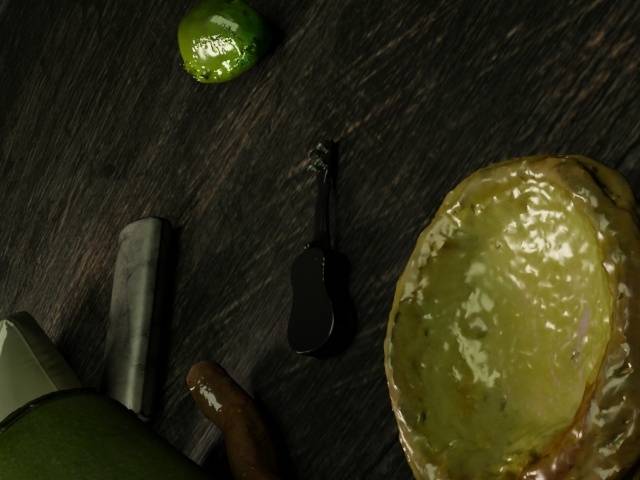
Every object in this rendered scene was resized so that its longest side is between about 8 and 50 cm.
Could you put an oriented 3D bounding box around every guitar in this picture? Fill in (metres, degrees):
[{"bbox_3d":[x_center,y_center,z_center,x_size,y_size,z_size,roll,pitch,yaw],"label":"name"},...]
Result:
[{"bbox_3d":[-0.002,-0.001,1.007,0.084,0.038,0.271,-27,54,44],"label":"guitar"}]

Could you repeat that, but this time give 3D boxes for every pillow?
[{"bbox_3d":[-0.397,0.284,1.237,0.255,0.120,0.322,-37,84,29],"label":"pillow"}]

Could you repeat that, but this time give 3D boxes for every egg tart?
[{"bbox_3d":[0.167,0.079,0.667,0.294,0.123,0.294,-32,50,48],"label":"egg tart"}]

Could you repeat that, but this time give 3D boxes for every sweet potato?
[{"bbox_3d":[-0.074,0.235,0.976,0.281,0.067,0.059,51,138,48],"label":"sweet potato"}]

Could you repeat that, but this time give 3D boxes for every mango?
[{"bbox_3d":[-0.134,-0.289,1.275,0.178,0.100,0.119,9,118,47],"label":"mango"}]

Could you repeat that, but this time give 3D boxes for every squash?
[{"bbox_3d":[-0.203,0.334,0.910,0.384,0.263,0.263,21,92,50],"label":"squash"}]

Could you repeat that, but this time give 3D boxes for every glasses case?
[{"bbox_3d":[-0.268,0.117,1.301,0.114,0.060,0.299,-24,56,45],"label":"glasses case"}]
